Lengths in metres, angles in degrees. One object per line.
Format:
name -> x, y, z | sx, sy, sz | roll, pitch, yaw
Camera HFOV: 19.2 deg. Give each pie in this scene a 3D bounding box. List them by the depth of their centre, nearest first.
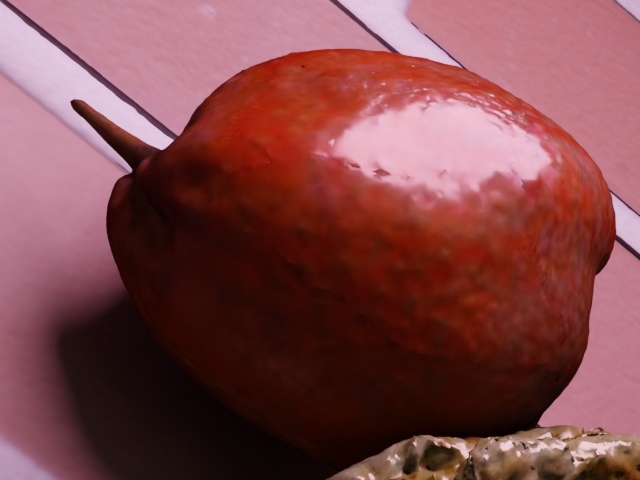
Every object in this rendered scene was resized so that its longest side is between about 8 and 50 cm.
pie -> 0.079, 0.156, 0.867 | 0.248, 0.201, 0.090 | 9, 29, -38

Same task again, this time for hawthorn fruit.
hawthorn fruit -> 0.000, 0.000, 0.901 | 0.262, 0.210, 0.210 | 18, 48, -12
